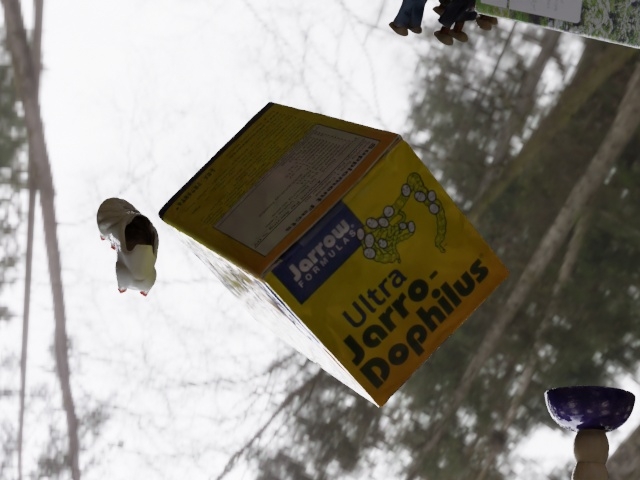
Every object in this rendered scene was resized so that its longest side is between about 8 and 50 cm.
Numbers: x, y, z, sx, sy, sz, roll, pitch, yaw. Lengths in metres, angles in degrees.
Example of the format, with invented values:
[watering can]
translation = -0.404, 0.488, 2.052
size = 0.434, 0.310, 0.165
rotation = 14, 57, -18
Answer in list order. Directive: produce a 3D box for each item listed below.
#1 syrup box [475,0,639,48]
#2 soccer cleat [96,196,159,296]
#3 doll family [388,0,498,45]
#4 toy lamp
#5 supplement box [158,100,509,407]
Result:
[syrup box]
translation = 0.238, -0.196, 0.940
size = 0.237, 0.093, 0.096
rotation = 17, -147, 26
[soccer cleat]
translation = -0.225, -0.010, 1.573
size = 0.068, 0.076, 0.196
rotation = 6, -151, -21
[doll family]
translation = 0.137, -0.257, 1.269
size = 0.076, 0.111, 0.193
rotation = 34, -145, 14
[toy lamp]
translation = 0.200, 0.249, 0.981
size = 0.080, 0.080, 0.275
rotation = 6, -107, -11
[supplement box]
translation = 0.000, 0.000, 1.399
size = 0.194, 0.356, 0.195
rotation = -45, -66, -8
